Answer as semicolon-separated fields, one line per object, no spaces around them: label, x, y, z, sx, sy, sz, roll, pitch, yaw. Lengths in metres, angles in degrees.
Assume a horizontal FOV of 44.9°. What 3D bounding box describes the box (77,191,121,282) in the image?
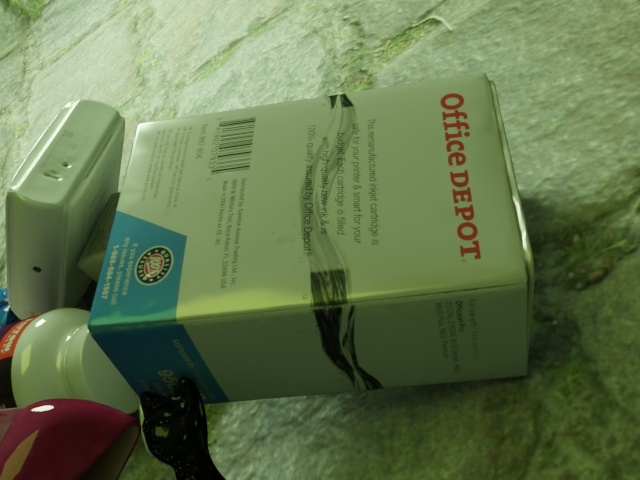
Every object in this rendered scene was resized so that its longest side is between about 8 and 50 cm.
box;-0.184;-0.011;1.112;0.311;0.121;0.148;-11;47;34

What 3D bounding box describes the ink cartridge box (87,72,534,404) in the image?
ink cartridge box;0.000;0.000;0.802;0.395;0.166;0.285;-7;49;10

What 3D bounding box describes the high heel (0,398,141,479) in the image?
high heel;-0.265;0.316;0.640;0.181;0.127;0.377;-2;68;11

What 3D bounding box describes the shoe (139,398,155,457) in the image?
shoe;-0.176;0.177;0.967;0.081;0.063;0.178;-6;63;4

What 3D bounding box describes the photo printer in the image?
photo printer;-0.397;-0.030;1.212;0.256;0.107;0.307;-77;6;-45

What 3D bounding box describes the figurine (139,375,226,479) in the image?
figurine;-0.172;0.251;0.771;0.215;0.209;0.092;-18;2;28

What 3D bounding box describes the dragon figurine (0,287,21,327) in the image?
dragon figurine;-0.501;0.123;1.287;0.144;0.085;0.289;-8;49;36

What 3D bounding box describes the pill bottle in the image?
pill bottle;-0.383;0.195;1.034;0.323;0.181;0.181;-18;43;28
